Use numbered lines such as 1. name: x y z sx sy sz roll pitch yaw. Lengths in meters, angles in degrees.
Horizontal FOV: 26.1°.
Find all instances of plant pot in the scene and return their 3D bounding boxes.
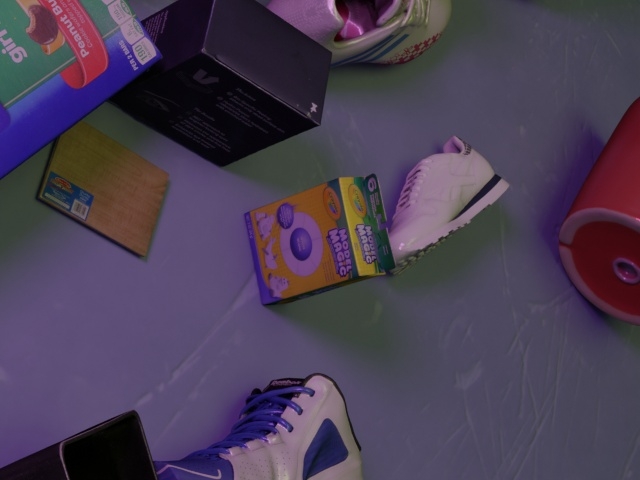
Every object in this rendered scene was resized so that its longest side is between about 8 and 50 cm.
1. plant pot: -0.222 0.259 1.100 0.187 0.167 0.188 -8 81 -79
2. plant pot: 0.459 -0.032 1.827 0.243 0.275 0.275 -45 109 -32

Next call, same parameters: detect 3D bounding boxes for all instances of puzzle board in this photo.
1. puzzle board: -0.211 -0.053 1.348 0.128 0.011 0.096 32 58 -32

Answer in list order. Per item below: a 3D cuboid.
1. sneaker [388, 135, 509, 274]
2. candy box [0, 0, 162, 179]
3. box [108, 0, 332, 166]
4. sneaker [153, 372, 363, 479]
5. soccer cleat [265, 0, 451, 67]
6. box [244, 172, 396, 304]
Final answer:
1. sneaker: 0.128 -0.042 1.632 0.095 0.090 0.235 53 43 -1
2. candy box: -0.332 -0.185 1.195 0.317 0.122 0.268 -46 110 -41
3. box: -0.100 -0.165 1.386 0.156 0.158 0.093 30 58 -35
4. sneaker: -0.063 0.214 1.339 0.315 0.127 0.182 20 60 -46
5. soccer cleat: 0.076 -0.264 1.596 0.331 0.143 0.116 -22 93 -46
6. box: 0.000 0.000 1.414 0.043 0.179 0.105 -5 80 -45
